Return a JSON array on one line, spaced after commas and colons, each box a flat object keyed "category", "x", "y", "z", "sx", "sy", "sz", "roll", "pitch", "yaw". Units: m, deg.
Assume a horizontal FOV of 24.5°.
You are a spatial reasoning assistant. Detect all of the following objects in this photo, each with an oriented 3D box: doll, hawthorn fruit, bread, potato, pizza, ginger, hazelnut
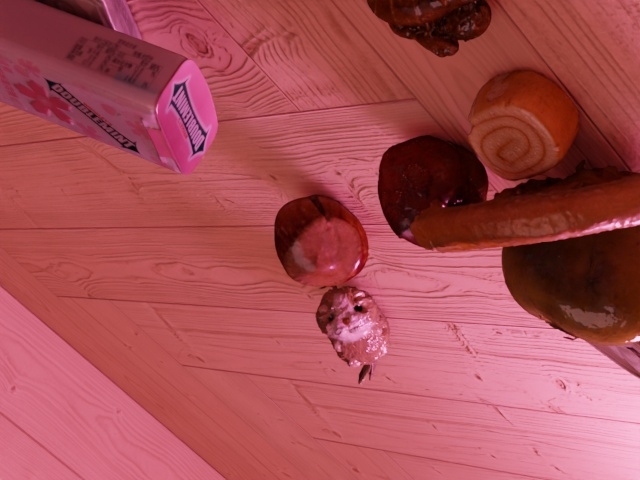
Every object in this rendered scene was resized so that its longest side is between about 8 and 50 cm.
[{"category": "doll", "x": 0.066, "y": 0.156, "z": 2.511, "sx": 0.221, "sy": 0.105, "sz": 0.115, "roll": 57, "pitch": -175, "yaw": -43}, {"category": "hawthorn fruit", "x": 0.139, "y": -0.072, "z": 1.941, "sx": 0.172, "sy": 0.148, "sz": 0.148, "roll": 50, "pitch": 174, "yaw": 44}, {"category": "bread", "x": 0.238, "y": -0.140, "z": 1.742, "sx": 0.122, "sy": 0.073, "sz": 0.149, "roll": 44, "pitch": 154, "yaw": -12}, {"category": "potato", "x": 0.344, "y": 0.046, "z": 1.854, "sx": 0.248, "sy": 0.169, "sz": 0.143, "roll": 18, "pitch": 179, "yaw": 30}, {"category": "pizza", "x": 0.276, "y": -0.042, "z": 1.771, "sx": 0.365, "sy": 0.182, "sz": 0.074, "roll": -8, "pitch": 104, "yaw": 39}, {"category": "ginger", "x": 0.127, "y": -0.252, "z": 1.646, "sx": 0.162, "sy": 0.073, "sz": 0.103, "roll": 7, "pitch": 147, "yaw": 44}, {"category": "hazelnut", "x": 0.000, "y": 0.000, "z": 2.261, "sx": 0.154, "sy": 0.143, "sz": 0.143, "roll": 22, "pitch": 161, "yaw": -17}]

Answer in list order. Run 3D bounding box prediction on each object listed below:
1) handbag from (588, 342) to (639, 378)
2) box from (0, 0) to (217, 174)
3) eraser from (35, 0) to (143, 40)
[{"category": "handbag", "x": 0.429, "y": 0.134, "z": 2.036, "sx": 0.256, "sy": 0.079, "sz": 0.219, "roll": 39, "pitch": 161, "yaw": -9}, {"category": "box", "x": -0.333, "y": -0.229, "z": 2.049, "sx": 0.369, "sy": 0.112, "sz": 0.190, "roll": 24, "pitch": 156, "yaw": 21}, {"category": "eraser", "x": -0.339, "y": -0.307, "z": 2.137, "sx": 0.213, "sy": 0.082, "sz": 0.397, "roll": 21, "pitch": 155, "yaw": 22}]
